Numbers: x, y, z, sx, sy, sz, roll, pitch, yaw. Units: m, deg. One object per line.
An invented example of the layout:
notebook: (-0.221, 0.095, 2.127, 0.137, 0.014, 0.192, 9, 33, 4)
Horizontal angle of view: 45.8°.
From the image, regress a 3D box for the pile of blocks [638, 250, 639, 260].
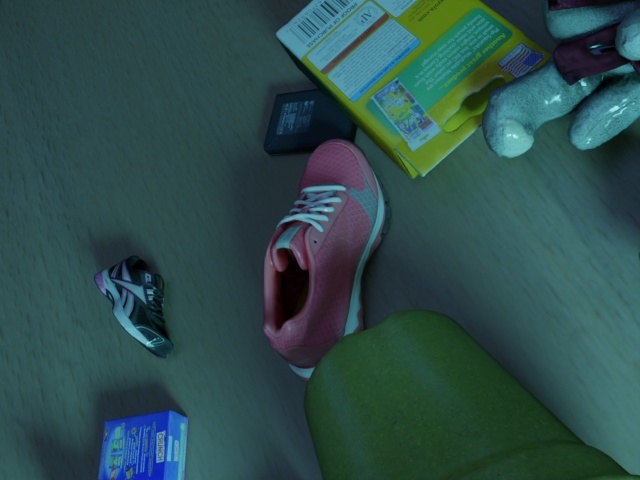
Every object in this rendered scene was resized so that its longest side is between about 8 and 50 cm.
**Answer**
pile of blocks: (0.415, 0.076, 0.639, 0.362, 0.149, 0.112, -122, 36, -46)

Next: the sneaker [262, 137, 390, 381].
sneaker: (0.001, 0.000, 0.887, 0.116, 0.136, 0.313, -6, 63, 27)

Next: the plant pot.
plant pot: (0.110, 0.205, 0.662, 0.276, 0.276, 0.254, -40, 40, 7)

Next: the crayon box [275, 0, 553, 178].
crayon box: (0.114, -0.223, 0.951, 0.203, 0.083, 0.323, -41, 57, 2)

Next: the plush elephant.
plush elephant: (0.316, -0.204, 0.694, 0.330, 0.271, 0.255, -11, 22, -8)

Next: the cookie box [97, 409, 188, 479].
cookie box: (-0.221, 0.267, 0.943, 0.107, 0.040, 0.091, -14, 59, 25)

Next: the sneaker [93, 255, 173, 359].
sneaker: (-0.244, 0.081, 1.038, 0.077, 0.072, 0.178, -40, 57, -6)

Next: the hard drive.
hard drive: (-0.010, -0.167, 1.051, 0.135, 0.022, 0.094, -1, 66, 31)
